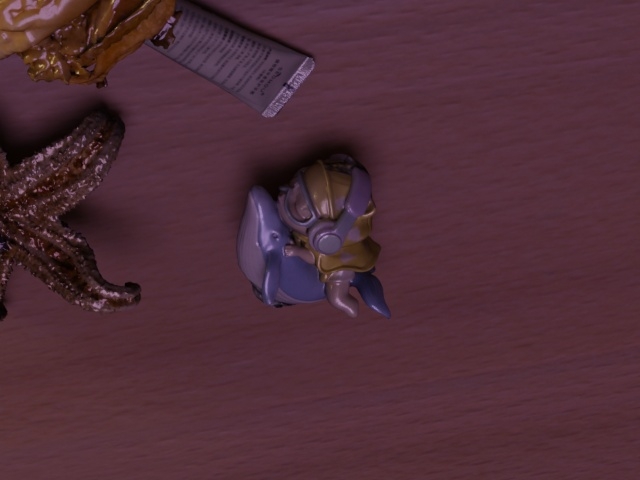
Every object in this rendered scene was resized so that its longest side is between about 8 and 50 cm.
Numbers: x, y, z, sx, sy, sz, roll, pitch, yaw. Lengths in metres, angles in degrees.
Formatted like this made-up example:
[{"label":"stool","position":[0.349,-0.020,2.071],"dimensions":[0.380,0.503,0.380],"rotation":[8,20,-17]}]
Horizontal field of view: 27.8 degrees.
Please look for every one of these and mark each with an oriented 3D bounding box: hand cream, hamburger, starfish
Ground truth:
[{"label":"hand cream","position":[-0.118,-0.192,1.233],"dimensions":[0.234,0.050,0.080],"rotation":[25,120,-29]},{"label":"hamburger","position":[-0.172,-0.279,1.007],"dimensions":[0.318,0.318,0.158],"rotation":[-41,133,22]},{"label":"starfish","position":[-0.324,-0.012,1.309],"dimensions":[0.312,0.113,0.303],"rotation":[17,121,-8]}]

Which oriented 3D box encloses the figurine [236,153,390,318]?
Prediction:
[{"label":"figurine","position":[0.000,0.000,1.346],"dimensions":[0.208,0.128,0.184],"rotation":[31,116,-36]}]
